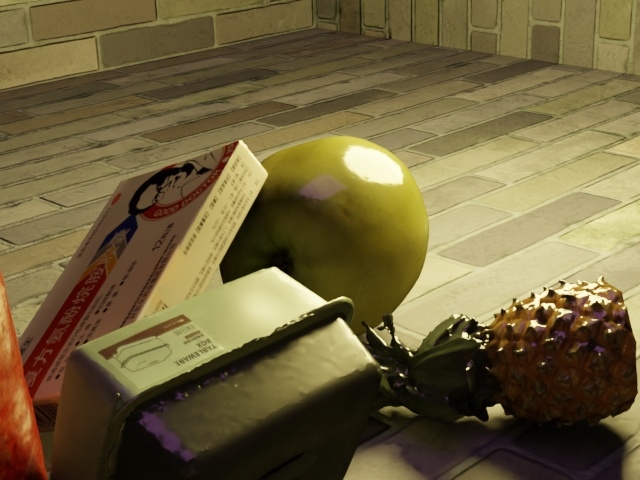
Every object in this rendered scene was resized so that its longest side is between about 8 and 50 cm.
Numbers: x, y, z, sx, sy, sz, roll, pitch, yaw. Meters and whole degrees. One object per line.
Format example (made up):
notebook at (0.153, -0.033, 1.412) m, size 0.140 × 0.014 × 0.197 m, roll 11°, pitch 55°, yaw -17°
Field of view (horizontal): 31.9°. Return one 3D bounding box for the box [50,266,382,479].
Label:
box at (-0.091, 0.165, 1.010) m, size 0.290 × 0.221 × 0.166 m, roll -22°, pitch 51°, yaw -42°

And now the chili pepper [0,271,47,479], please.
chili pepper at (-0.359, 0.154, 0.941) m, size 0.229 × 0.305 × 0.251 m, roll 4°, pitch 25°, yaw 22°

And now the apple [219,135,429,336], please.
apple at (0.000, 0.000, 1.356) m, size 0.262 × 0.262 × 0.262 m, roll -2°, pitch 21°, yaw 1°

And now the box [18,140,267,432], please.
box at (-0.211, 0.049, 1.230) m, size 0.214 × 0.069 × 0.353 m, roll -13°, pitch 37°, yaw 40°

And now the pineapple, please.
pineapple at (0.150, 0.136, 1.192) m, size 0.364 × 0.166 × 0.165 m, roll -8°, pitch 20°, yaw 8°
